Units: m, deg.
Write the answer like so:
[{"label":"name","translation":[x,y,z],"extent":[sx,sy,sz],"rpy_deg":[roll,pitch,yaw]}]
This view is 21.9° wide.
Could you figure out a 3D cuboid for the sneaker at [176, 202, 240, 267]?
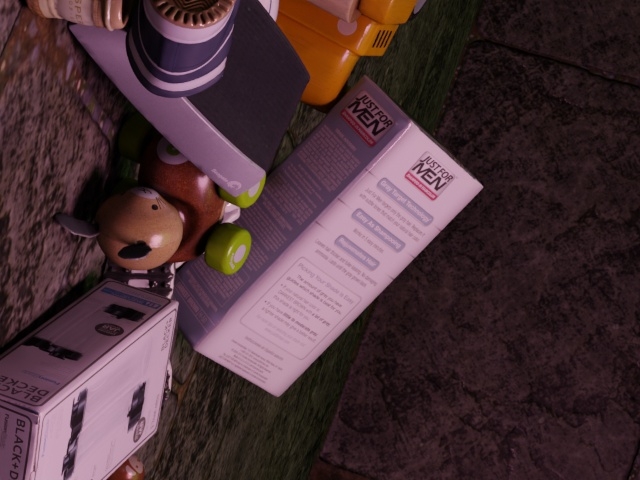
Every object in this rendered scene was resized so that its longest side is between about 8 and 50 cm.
[{"label":"sneaker","translation":[-0.135,-0.093,1.827],"extent":[0.118,0.110,0.292],"rpy_deg":[-42,149,-52]}]

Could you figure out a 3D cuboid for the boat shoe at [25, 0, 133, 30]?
[{"label":"boat shoe","translation":[-0.156,-0.305,1.389],"extent":[0.104,0.089,0.285],"rpy_deg":[67,41,-73]}]

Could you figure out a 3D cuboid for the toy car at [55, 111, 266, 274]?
[{"label":"toy car","translation":[-0.173,-0.030,1.643],"extent":[0.188,0.155,0.149],"rpy_deg":[-29,137,-56]}]

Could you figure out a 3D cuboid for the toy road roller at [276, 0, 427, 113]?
[{"label":"toy road roller","translation":[-0.001,-0.277,1.950],"extent":[0.241,0.202,0.329],"rpy_deg":[-63,172,12]}]

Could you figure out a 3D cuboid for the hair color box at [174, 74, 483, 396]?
[{"label":"hair color box","translation":[0.000,0.000,2.022],"extent":[0.374,0.113,0.185],"rpy_deg":[-46,140,7]}]

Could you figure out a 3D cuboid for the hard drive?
[{"label":"hard drive","translation":[-0.112,-0.179,1.565],"extent":[0.255,0.054,0.172],"rpy_deg":[47,55,-36]}]

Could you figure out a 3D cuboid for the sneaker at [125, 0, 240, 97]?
[{"label":"sneaker","translation":[-0.092,-0.250,1.438],"extent":[0.153,0.099,0.282],"rpy_deg":[114,-2,-57]}]

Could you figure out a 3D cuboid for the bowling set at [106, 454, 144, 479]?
[{"label":"bowling set","translation":[-0.218,0.372,2.006],"extent":[0.287,0.154,0.200],"rpy_deg":[-47,153,-67]}]

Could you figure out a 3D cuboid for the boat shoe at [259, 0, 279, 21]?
[{"label":"boat shoe","translation":[-0.098,-0.298,1.770],"extent":[0.076,0.083,0.226],"rpy_deg":[-41,138,-48]}]

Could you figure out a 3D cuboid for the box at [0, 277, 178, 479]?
[{"label":"box","translation":[-0.251,0.168,1.632],"extent":[0.290,0.087,0.169],"rpy_deg":[-44,149,-61]}]

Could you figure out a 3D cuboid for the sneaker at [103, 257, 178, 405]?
[{"label":"sneaker","translation":[-0.198,0.067,1.840],"extent":[0.106,0.078,0.234],"rpy_deg":[-92,-177,-65]}]
